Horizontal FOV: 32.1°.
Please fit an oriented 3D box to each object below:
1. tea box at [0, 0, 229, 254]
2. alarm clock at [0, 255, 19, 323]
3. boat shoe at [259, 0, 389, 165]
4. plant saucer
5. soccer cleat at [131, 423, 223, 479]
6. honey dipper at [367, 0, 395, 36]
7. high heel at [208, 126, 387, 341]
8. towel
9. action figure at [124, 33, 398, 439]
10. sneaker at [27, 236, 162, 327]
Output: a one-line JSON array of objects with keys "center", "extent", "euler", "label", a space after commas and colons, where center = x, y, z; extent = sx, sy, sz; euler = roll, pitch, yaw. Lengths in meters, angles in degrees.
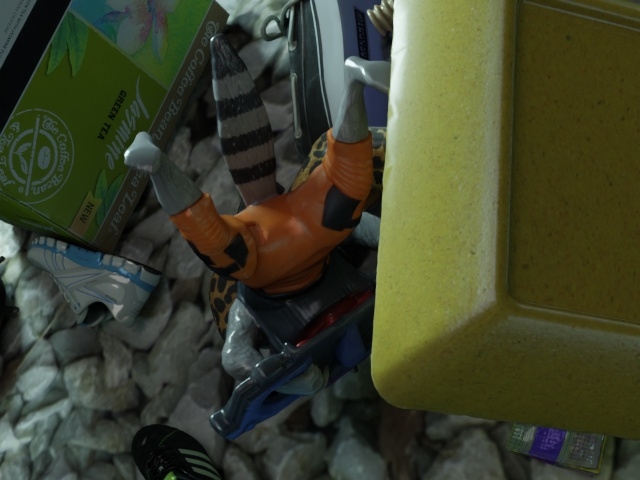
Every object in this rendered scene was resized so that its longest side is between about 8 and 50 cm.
[{"center": [-0.329, -0.208, 1.230], "extent": [0.220, 0.323, 0.329], "euler": [15, 76, 39], "label": "tea box"}, {"center": [-0.447, 0.087, 1.325], "extent": [0.192, 0.064, 0.129], "euler": [-11, 61, 27], "label": "alarm clock"}, {"center": [0.003, -0.220, 1.155], "extent": [0.104, 0.113, 0.306], "euler": [-17, 73, 33], "label": "boat shoe"}, {"center": [0.211, -0.036, 0.766], "extent": [0.081, 0.332, 0.333], "euler": [137, 140, -66], "label": "plant saucer"}, {"center": [-0.128, 0.220, 1.030], "extent": [0.179, 0.072, 0.060], "euler": [35, 88, 41], "label": "soccer cleat"}, {"center": [0.116, -0.245, 1.026], "extent": [0.160, 0.030, 0.030], "euler": [-34, 52, 13], "label": "honey dipper"}, {"center": [0.000, 0.000, 1.041], "extent": [0.261, 0.093, 0.186], "euler": [-18, 50, 44], "label": "high heel"}, {"center": [0.193, 0.150, 0.891], "extent": [0.083, 0.009, 0.060], "euler": [11, 74, 38], "label": "towel"}, {"center": [0.014, -0.014, 0.921], "extent": [0.341, 0.330, 0.178], "euler": [-30, 51, -17], "label": "action figure"}, {"center": [-0.263, 0.049, 1.219], "extent": [0.190, 0.071, 0.083], "euler": [12, 79, 38], "label": "sneaker"}]
